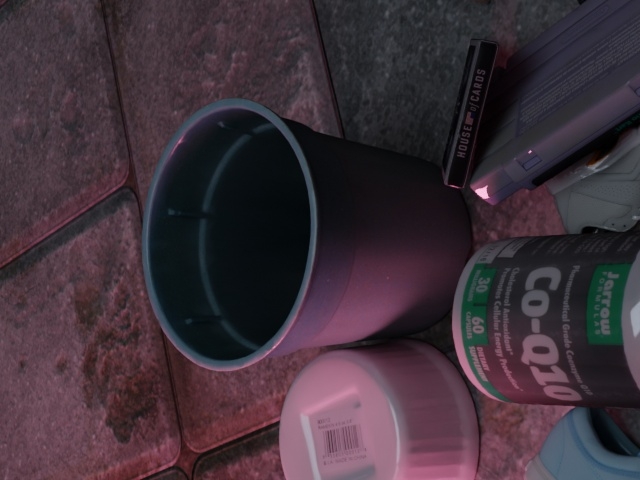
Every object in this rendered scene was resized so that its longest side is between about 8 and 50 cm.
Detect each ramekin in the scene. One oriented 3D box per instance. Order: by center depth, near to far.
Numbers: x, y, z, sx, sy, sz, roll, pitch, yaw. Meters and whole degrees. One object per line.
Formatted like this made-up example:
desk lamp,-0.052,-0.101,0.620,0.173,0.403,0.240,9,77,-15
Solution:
ramekin,0.069,0.270,1.960,0.277,0.135,0.277,-4,85,47

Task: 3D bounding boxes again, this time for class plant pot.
plant pot,0.000,0.000,1.907,0.341,0.334,0.341,-4,84,48

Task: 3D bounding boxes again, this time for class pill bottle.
pill bottle,0.344,0.090,1.627,0.361,0.204,0.204,-4,84,47

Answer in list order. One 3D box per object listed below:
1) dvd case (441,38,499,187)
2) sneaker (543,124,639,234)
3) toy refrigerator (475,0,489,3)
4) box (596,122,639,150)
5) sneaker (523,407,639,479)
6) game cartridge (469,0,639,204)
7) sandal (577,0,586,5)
dvd case,0.187,-0.166,1.826,0.238,0.030,0.179,-70,-8,-81
sneaker,0.381,-0.068,1.692,0.262,0.099,0.121,-28,74,50
toy refrigerator,0.119,-0.409,1.978,0.269,0.102,0.094,30,109,45
box,0.342,-0.148,1.756,0.169,0.054,0.059,-34,63,41
sneaker,0.388,0.308,1.620,0.366,0.135,0.150,37,109,36
game cartridge,0.325,-0.201,1.693,0.355,0.068,0.230,-35,33,39
sandal,0.323,-0.357,1.808,0.067,0.040,0.179,-35,77,46
